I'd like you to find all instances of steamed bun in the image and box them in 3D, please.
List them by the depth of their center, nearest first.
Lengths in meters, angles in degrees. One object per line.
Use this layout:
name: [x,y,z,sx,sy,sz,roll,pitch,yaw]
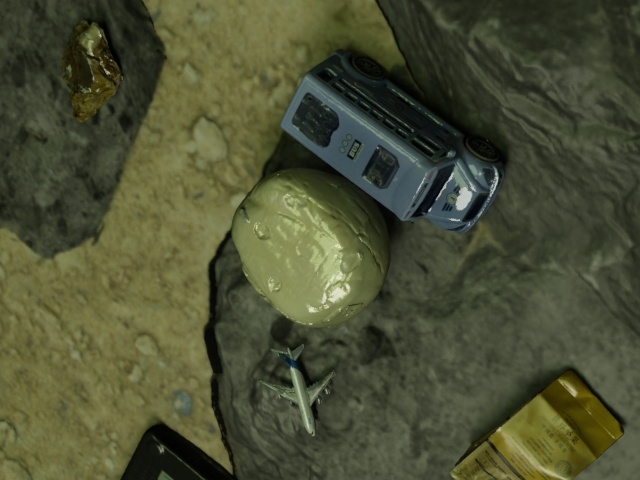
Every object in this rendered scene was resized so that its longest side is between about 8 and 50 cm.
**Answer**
steamed bun: [0.000,0.000,1.327,0.130,0.091,0.112,49,121,7]

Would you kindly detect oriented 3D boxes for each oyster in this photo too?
oyster: [-0.198,-0.141,1.421,0.051,0.034,0.093,11,119,34]

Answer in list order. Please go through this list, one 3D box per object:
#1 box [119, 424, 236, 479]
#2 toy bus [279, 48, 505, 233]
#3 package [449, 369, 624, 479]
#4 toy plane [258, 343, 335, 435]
box: [-0.132,0.248,1.541,0.126,0.027,0.125,37,123,13]
toy bus: [0.055,-0.069,1.277,0.167,0.076,0.073,37,123,13]
package: [0.170,0.168,1.324,0.071,0.047,0.131,51,127,6]
toy plane: [-0.017,0.127,1.429,0.078,0.024,0.084,-10,110,32]
